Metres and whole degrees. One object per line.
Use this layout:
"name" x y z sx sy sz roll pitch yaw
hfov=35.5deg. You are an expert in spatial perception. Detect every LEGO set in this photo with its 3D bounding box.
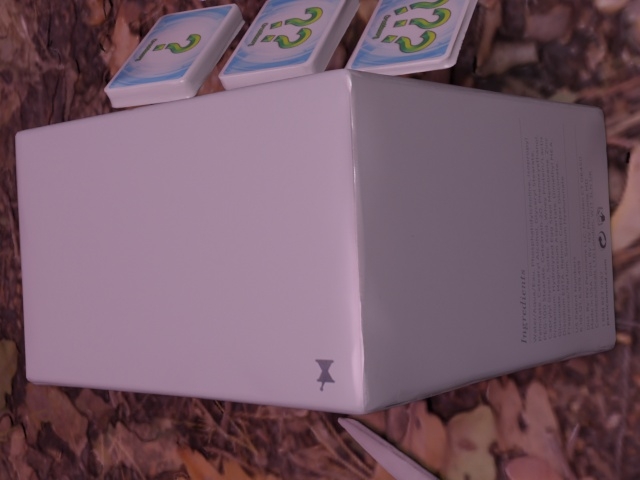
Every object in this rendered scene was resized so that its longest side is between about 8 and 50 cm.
"LEGO set" 0.006 -0.165 0.531 0.182 0.244 0.060 -2 130 26

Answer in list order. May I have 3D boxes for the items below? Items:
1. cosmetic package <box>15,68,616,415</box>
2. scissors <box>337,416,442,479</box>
"cosmetic package" 0.000 0.000 0.521 0.224 0.224 0.138 -3 91 40
"scissors" 0.115 0.195 0.569 0.297 0.021 0.109 16 105 37
